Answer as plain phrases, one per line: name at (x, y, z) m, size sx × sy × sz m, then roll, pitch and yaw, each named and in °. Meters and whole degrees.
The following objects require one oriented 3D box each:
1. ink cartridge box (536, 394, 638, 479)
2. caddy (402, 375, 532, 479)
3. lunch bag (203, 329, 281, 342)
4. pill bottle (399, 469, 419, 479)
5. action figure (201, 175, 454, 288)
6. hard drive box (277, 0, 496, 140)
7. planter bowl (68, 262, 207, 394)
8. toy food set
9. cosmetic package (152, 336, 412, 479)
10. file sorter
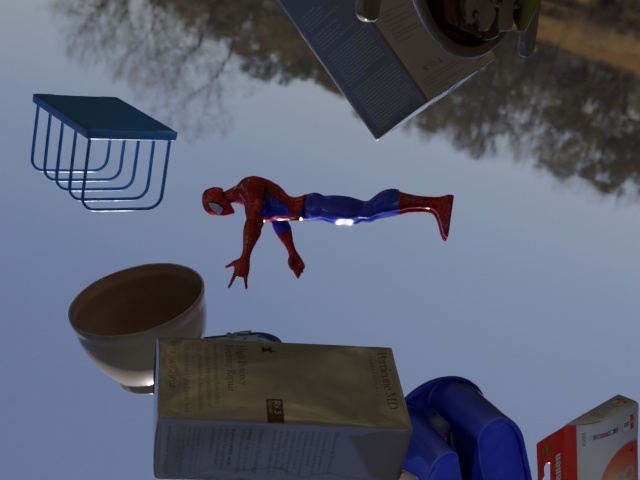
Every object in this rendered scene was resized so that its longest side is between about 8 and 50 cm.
ink cartridge box at (0.385, 0.319, 1.606) m, size 0.179 × 0.146 × 0.045 m, roll -23°, pitch -152°, yaw -34°
caddy at (0.227, 0.400, 1.975) m, size 0.241 × 0.341 × 0.179 m, roll -30°, pitch -145°, yaw -21°
lunch bag at (-0.138, 0.260, 1.865) m, size 0.176 × 0.219 × 0.090 m, roll -8°, pitch -156°, yaw 9°
pill bottle at (0.059, 0.291, 1.267) m, size 0.160 × 0.087 × 0.087 m, roll 19°, pitch -168°, yaw 27°
action figure at (0.000, 0.000, 1.254) m, size 0.280 × 0.139 × 0.091 m, roll 8°, pitch 175°, yaw 5°
hard drive box at (0.069, -0.255, 1.277) m, size 0.232 × 0.089 × 0.181 m, roll 55°, pitch -139°, yaw -1°
planter bowl at (-0.206, 0.113, 1.336) m, size 0.162 × 0.109 × 0.162 m, roll -9°, pitch -152°, yaw 5°
toy food set at (0.099, -0.177, 0.682) m, size 0.038 × 0.133 × 0.192 m, roll 10°, pitch -172°, yaw 42°
cosmetic package at (-0.040, 0.159, 1.047) m, size 0.231 × 0.086 × 0.117 m, roll 2°, pitch -145°, yaw -10°
file sorter at (-0.276, -0.111, 1.401) m, size 0.118 × 0.105 × 0.170 m, roll -3°, pitch -158°, yaw -36°
